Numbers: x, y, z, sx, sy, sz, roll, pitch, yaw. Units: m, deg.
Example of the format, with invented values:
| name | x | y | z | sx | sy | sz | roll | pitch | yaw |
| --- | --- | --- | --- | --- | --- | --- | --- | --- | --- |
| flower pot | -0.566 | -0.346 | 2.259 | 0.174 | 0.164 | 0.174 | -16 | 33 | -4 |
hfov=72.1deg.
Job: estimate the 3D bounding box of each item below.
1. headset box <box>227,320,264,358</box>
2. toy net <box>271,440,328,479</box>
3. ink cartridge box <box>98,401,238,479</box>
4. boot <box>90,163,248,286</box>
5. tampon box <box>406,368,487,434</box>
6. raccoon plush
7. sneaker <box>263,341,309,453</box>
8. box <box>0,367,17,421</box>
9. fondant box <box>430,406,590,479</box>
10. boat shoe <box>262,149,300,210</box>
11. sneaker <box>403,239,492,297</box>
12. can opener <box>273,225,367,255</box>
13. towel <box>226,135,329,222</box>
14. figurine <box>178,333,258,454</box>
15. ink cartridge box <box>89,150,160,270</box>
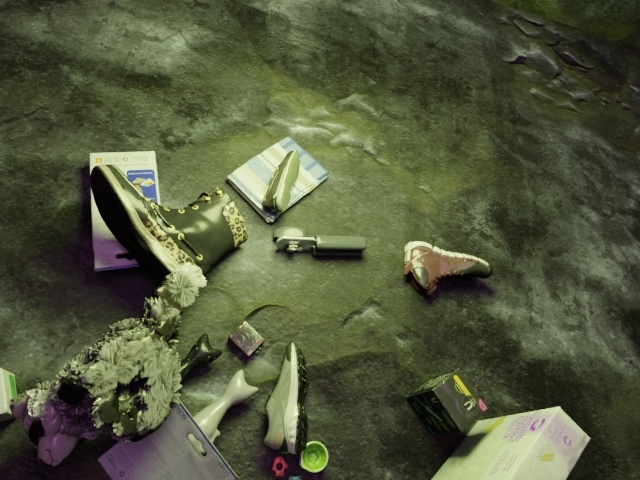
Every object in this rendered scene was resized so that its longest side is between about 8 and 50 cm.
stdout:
| name | x | y | z | sx | sy | sz | roll | pitch | yaw |
| --- | --- | --- | --- | --- | --- | --- | --- | --- | --- |
| headset box | -0.193 | 0.265 | 1.161 | 0.083 | 0.032 | 0.062 | 42 | 61 | 9 |
| toy net | -0.064 | 0.587 | 1.028 | 0.122 | 0.045 | 0.232 | 19 | 61 | -6 |
| ink cartridge box | -0.321 | 0.482 | 0.942 | 0.224 | 0.045 | 0.223 | -39 | 85 | 2 |
| boot | -0.382 | -0.068 | 1.158 | 0.377 | 0.138 | 0.284 | 53 | 46 | -4 |
| tampon box | 0.327 | 0.425 | 1.151 | 0.102 | 0.161 | 0.120 | -28 | 75 | -26 |
| raccoon plush | -0.440 | 0.269 | 0.970 | 0.216 | 0.299 | 0.446 | 60 | 36 | -21 |
| sneaker | -0.088 | 0.383 | 1.097 | 0.108 | 0.100 | 0.271 | -7 | 53 | 15 |
| box | -0.721 | 0.343 | 0.943 | 0.102 | 0.087 | 0.101 | -15 | 69 | -21 |
| fondant box | 0.427 | 0.524 | 1.033 | 0.238 | 0.330 | 0.096 | -35 | 78 | -28 |
| boat shoe | -0.118 | -0.191 | 1.345 | 0.069 | 0.081 | 0.227 | 3 | 56 | 19 |
| sneaker | 0.386 | 0.115 | 1.369 | 0.282 | 0.106 | 0.162 | 16 | 66 | 4 |
| can opener | 0.000 | 0.000 | 1.324 | 0.281 | 0.074 | 0.093 | 5 | 62 | -13 |
| towel | -0.132 | -0.203 | 1.413 | 0.209 | 0.034 | 0.285 | 44 | 61 | 8 |
| figurine | -0.286 | 0.363 | 1.060 | 0.215 | 0.092 | 0.209 | 43 | 57 | 7 |
| ink cartridge box | -0.536 | -0.084 | 1.223 | 0.176 | 0.069 | 0.370 | -6 | 63 | -20 |
